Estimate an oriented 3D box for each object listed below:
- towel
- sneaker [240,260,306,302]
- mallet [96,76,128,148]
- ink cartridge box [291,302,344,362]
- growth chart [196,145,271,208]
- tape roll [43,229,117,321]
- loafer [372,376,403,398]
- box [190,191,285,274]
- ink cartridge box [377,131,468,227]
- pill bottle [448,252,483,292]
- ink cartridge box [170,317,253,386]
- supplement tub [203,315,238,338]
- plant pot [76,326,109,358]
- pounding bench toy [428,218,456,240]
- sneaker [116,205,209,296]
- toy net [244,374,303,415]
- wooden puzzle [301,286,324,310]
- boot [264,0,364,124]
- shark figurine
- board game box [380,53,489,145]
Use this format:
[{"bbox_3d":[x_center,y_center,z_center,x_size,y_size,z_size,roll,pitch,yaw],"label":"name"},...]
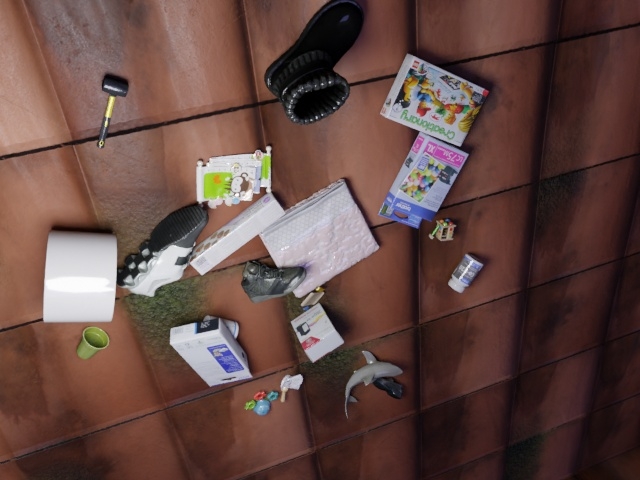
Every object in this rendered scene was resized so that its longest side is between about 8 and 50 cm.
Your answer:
[{"bbox_3d":[0.000,0.000,1.836,0.331,0.053,0.317,-31,125,-2],"label":"towel"},{"bbox_3d":[-0.161,0.115,1.781,0.227,0.087,0.130,-18,125,27],"label":"sneaker"},{"bbox_3d":[-0.536,-0.324,1.445,0.062,0.039,0.190,3,121,-26],"label":"mallet"},{"bbox_3d":[-0.014,0.315,1.935,0.127,0.175,0.072,-34,122,-2],"label":"ink cartridge box"},{"bbox_3d":[-0.252,-0.180,1.649,0.237,0.021,0.172,-13,123,-15],"label":"growth chart"},{"bbox_3d":[-0.646,0.098,1.509,0.169,0.246,0.246,3,117,-25],"label":"tape roll"},{"bbox_3d":[0.272,0.583,2.286,0.170,0.062,0.061,40,60,-28],"label":"loafer"},{"bbox_3d":[-0.258,-0.021,1.710,0.324,0.063,0.067,-37,127,1],"label":"box"},{"bbox_3d":[0.340,-0.186,1.866,0.185,0.065,0.311,16,112,-29],"label":"ink cartridge box"},{"bbox_3d":[0.545,0.124,2.114,0.078,0.078,0.137,21,108,-30],"label":"pill bottle"},{"bbox_3d":[-0.349,0.373,1.843,0.165,0.065,0.333,-13,140,5],"label":"ink cartridge box"},{"bbox_3d":[-0.332,0.292,1.854,0.107,0.071,0.071,18,110,-30],"label":"supplement tub"},{"bbox_3d":[-0.705,0.321,1.720,0.083,0.083,0.079,28,117,-32],"label":"plant pot"},{"bbox_3d":[0.428,-0.039,1.988,0.083,0.052,0.065,-6,120,-19],"label":"pounding bench toy"},{"bbox_3d":[-0.434,0.036,1.651,0.330,0.122,0.146,-41,138,7],"label":"sneaker"},{"bbox_3d":[-0.172,0.560,2.092,0.232,0.045,0.122,-41,123,2],"label":"toy net"},{"bbox_3d":[-0.027,0.199,1.942,0.116,0.014,0.078,-47,153,17],"label":"wooden puzzle"},{"bbox_3d":[0.017,-0.462,1.451,0.348,0.260,0.131,-47,124,8],"label":"boot"},{"bbox_3d":[0.164,0.549,2.170,0.278,0.116,0.166,-40,104,14],"label":"shark figurine"},{"bbox_3d":[0.355,-0.428,1.736,0.305,0.053,0.193,13,113,-28],"label":"board game box"}]
